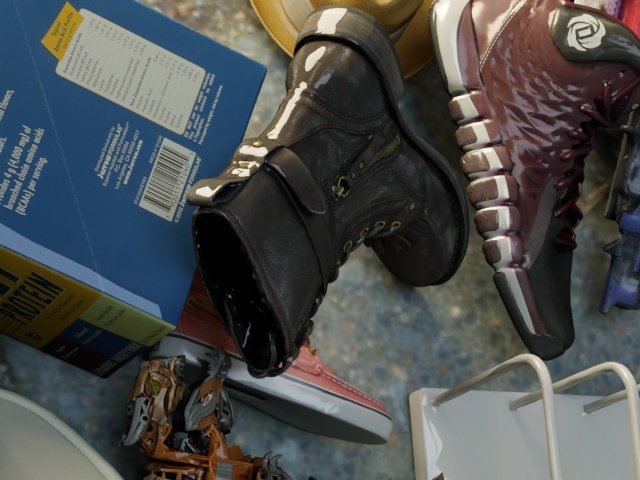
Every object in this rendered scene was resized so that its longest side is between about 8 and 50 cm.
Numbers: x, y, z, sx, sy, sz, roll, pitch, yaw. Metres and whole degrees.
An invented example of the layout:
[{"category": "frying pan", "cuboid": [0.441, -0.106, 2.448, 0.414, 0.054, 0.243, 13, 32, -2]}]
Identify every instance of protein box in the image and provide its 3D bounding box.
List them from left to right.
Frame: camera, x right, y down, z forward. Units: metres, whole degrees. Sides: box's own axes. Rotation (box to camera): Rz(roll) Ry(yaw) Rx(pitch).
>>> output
[{"category": "protein box", "cuboid": [-0.174, -0.052, 1.170, 0.201, 0.136, 0.199, 26, 63, -16]}]

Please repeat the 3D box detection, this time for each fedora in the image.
[{"category": "fedora", "cuboid": [0.033, -0.212, 1.362, 0.194, 0.079, 0.194, 8, 69, -23]}]

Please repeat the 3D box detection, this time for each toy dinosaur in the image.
[{"category": "toy dinosaur", "cuboid": [-0.031, 0.227, 1.160, 0.218, 0.164, 0.322, -12, 106, -14]}]

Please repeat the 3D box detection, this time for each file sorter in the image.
[{"category": "file sorter", "cuboid": [0.230, 0.186, 1.261, 0.278, 0.173, 0.192, 5, 71, -25]}]

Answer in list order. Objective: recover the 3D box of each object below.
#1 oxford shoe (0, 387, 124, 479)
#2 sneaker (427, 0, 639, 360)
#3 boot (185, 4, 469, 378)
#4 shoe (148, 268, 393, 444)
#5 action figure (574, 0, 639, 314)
[{"category": "oxford shoe", "cuboid": [-0.138, 0.280, 1.030, 0.169, 0.130, 0.449, -27, 73, 9]}, {"category": "sneaker", "cuboid": [0.185, -0.064, 1.318, 0.163, 0.106, 0.281, -15, 86, 9]}, {"category": "boot", "cuboid": [0.000, 0.000, 1.194, 0.263, 0.091, 0.229, 63, 40, -38]}, {"category": "shoe", "cuboid": [-0.024, 0.074, 1.240, 0.178, 0.063, 0.081, 23, 69, -13]}, {"category": "action figure", "cuboid": [0.304, -0.093, 1.441, 0.330, 0.178, 0.341, 22, 91, -11]}]
